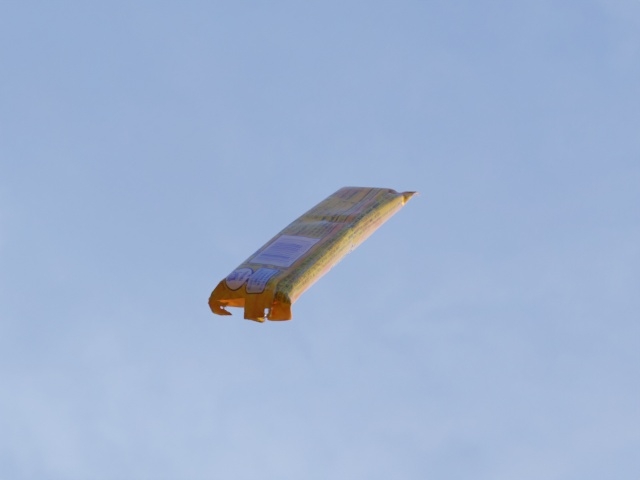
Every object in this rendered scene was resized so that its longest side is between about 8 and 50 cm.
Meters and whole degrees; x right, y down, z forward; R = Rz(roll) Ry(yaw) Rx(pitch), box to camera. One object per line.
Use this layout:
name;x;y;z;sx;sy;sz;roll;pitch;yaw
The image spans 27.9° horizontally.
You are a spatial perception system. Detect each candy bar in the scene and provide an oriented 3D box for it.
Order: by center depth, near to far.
candy bar;0.000;0.000;0.583;0.040;0.161;0.018;5;-68;23
